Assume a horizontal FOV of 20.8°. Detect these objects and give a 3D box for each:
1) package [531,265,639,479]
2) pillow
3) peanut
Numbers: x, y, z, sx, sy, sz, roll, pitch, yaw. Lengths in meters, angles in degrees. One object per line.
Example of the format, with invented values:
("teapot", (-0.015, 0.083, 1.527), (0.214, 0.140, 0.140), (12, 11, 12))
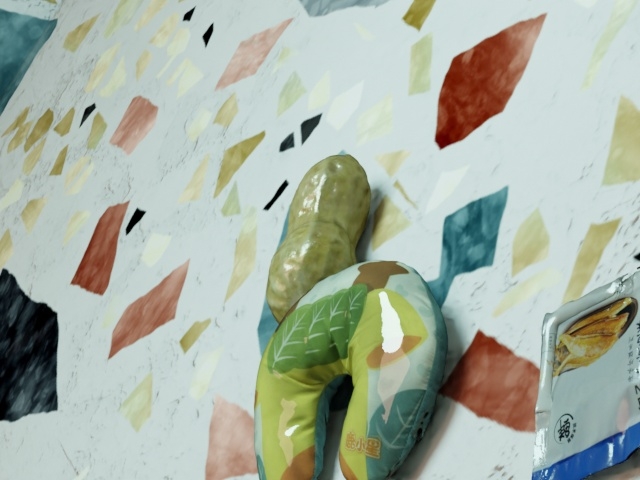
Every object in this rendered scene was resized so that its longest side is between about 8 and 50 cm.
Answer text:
("package", (0.219, 0.090, 1.269), (0.171, 0.027, 0.173), (-33, 33, 40))
("pillow", (0.025, 0.124, 1.515), (0.233, 0.086, 0.214), (-19, 56, 47))
("peanut", (0.001, -0.001, 1.666), (0.089, 0.089, 0.193), (-26, 42, 46))
